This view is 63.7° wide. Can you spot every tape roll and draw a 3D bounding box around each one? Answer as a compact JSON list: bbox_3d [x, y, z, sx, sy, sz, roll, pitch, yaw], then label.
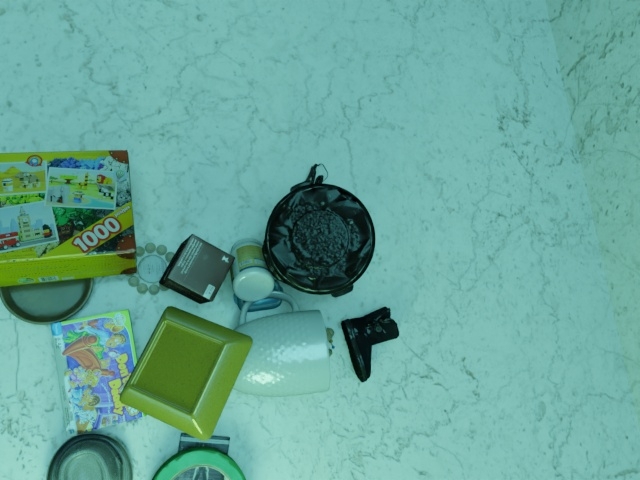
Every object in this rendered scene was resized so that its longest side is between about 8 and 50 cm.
[{"bbox_3d":[-0.389,0.829,1.635,0.320,0.077,0.322,4,77,-16],"label":"tape roll"}]

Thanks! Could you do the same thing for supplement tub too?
[{"bbox_3d":[-0.244,0.099,1.797,0.144,0.145,0.200,2,37,-18],"label":"supplement tub"}]

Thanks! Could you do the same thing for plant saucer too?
[{"bbox_3d":[-0.423,0.389,1.579,0.332,0.081,0.333,17,70,16],"label":"plant saucer"},{"bbox_3d":[-0.884,0.134,1.671,0.277,0.041,0.278,4,77,-18],"label":"plant saucer"}]

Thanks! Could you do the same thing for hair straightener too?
[{"bbox_3d":[-0.028,-0.208,2.043,0.089,0.047,0.231,27,66,-11],"label":"hair straightener"}]

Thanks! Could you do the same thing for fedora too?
[{"bbox_3d":[-0.692,0.722,1.541,0.243,0.124,0.276,-9,84,-20],"label":"fedora"}]

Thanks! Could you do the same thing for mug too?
[{"bbox_3d":[-0.158,0.344,1.756,0.327,0.276,0.375,-5,61,-9],"label":"mug"}]

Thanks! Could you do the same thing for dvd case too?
[{"bbox_3d":[-0.396,0.758,1.699,0.164,0.018,0.222,10,75,-15],"label":"dvd case"}]

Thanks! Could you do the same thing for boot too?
[{"bbox_3d":[0.208,0.387,1.947,0.207,0.094,0.247,-12,75,-17],"label":"boot"}]

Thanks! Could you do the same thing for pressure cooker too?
[{"bbox_3d":[0.006,-0.001,1.809,0.375,0.420,0.370,22,92,1],"label":"pressure cooker"}]

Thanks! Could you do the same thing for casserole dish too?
[{"bbox_3d":[-0.221,0.198,1.881,0.188,0.037,0.114,-5,79,-19],"label":"casserole dish"}]

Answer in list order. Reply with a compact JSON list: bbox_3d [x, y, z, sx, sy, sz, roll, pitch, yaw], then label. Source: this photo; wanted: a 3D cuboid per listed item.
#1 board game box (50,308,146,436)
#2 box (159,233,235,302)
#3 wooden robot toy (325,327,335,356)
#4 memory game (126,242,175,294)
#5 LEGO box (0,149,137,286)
[{"bbox_3d":[-0.704,0.414,1.644,0.233,0.078,0.348,-10,81,-20],"label":"board game box"},{"bbox_3d":[-0.419,0.102,1.739,0.167,0.203,0.169,32,69,-17],"label":"box"},{"bbox_3d":[0.014,0.346,1.923,0.079,0.076,0.173,-22,84,-57],"label":"wooden robot toy"},{"bbox_3d":[-0.586,0.098,1.794,0.186,0.012,0.186,5,75,-18],"label":"memory game"},{"bbox_3d":[-0.849,-0.074,1.616,0.499,0.193,0.373,-6,68,-20],"label":"LEGO box"}]
